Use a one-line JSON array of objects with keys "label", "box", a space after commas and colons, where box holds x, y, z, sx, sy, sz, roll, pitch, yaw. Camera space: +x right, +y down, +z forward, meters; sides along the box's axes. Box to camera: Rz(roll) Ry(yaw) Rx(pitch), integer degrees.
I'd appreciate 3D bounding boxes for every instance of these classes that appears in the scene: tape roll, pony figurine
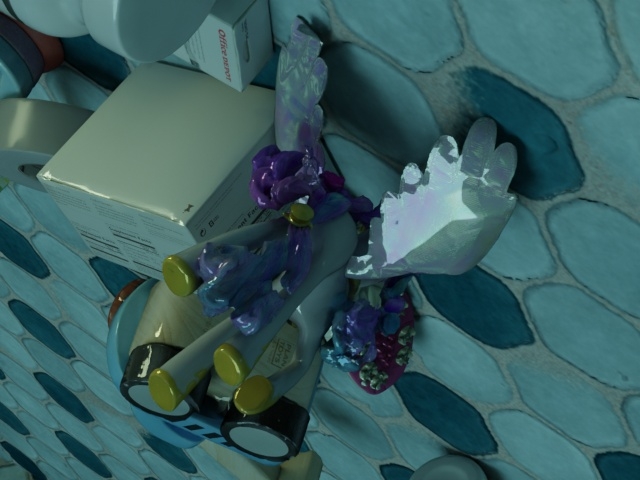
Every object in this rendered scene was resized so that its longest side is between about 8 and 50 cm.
[{"label": "tape roll", "box": [-0.327, -0.113, 1.973, 0.219, 0.072, 0.219, 11, 168, 2]}, {"label": "pony figurine", "box": [0.000, 0.000, 1.551, 0.303, 0.363, 0.351, 38, 142, 22]}]

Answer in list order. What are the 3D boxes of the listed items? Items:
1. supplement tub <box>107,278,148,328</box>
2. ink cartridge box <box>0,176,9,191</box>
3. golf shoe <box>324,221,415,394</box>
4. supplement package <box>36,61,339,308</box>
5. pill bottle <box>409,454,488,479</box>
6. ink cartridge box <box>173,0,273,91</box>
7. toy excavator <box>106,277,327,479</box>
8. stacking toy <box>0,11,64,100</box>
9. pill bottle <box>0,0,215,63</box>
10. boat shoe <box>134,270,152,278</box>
[{"label": "supplement tub", "box": [-0.226, 0.144, 2.355, 0.198, 0.106, 0.106, 28, 154, 26]}, {"label": "ink cartridge box", "box": [-0.563, -0.141, 2.415, 0.171, 0.056, 0.235, 47, 158, -15]}, {"label": "golf shoe", "box": [0.025, 0.058, 1.855, 0.140, 0.115, 0.306, 31, 151, 45]}, {"label": "supplement package", "box": [-0.148, -0.070, 1.735, 0.261, 0.204, 0.145, 18, 150, 40]}, {"label": "pill bottle", "box": [0.207, 0.414, 2.175, 0.121, 0.121, 0.221, 19, 149, 39]}, {"label": "ink cartridge box", "box": [-0.126, -0.237, 1.583, 0.150, 0.063, 0.109, 30, 155, 20]}, {"label": "toy excavator", "box": [-0.123, 0.223, 2.104, 0.433, 0.222, 0.445, 27, 150, -18]}, {"label": "stacking toy", "box": [-0.485, -0.304, 1.912, 0.279, 0.130, 0.309, 22, 151, 34]}, {"label": "pill bottle", "box": [-0.277, -0.323, 1.470, 0.363, 0.210, 0.210, 30, 155, 21]}, {"label": "boat shoe", "box": [-0.181, 0.027, 2.124, 0.285, 0.089, 0.104, 35, 131, -1]}]
